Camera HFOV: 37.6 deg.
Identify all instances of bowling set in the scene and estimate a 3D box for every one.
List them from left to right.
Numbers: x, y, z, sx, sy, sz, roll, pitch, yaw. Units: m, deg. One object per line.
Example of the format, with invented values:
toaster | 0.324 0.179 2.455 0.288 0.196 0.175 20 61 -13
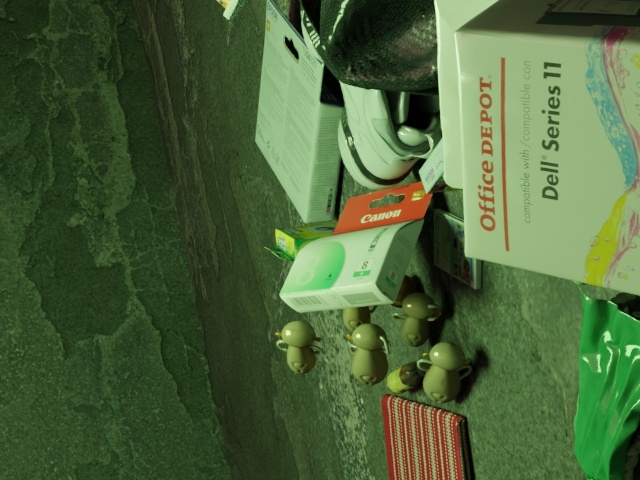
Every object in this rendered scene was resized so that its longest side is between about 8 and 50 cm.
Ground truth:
bowling set | 0.087 0.111 1.399 0.154 0.287 0.199 86 -166 -58

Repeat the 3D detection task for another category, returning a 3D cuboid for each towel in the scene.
towel | 0.171 0.358 1.510 0.275 0.031 0.198 175 88 -69

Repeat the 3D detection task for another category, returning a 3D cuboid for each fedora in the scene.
fedora | 0.103 -0.255 0.973 0.334 0.334 0.152 101 -169 -45

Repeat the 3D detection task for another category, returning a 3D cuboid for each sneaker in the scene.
sneaker | 0.085 -0.264 1.334 0.210 0.137 0.365 161 95 -69

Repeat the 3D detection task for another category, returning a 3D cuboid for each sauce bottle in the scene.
sauce bottle | 0.143 0.218 1.508 0.128 0.042 0.042 130 129 -68

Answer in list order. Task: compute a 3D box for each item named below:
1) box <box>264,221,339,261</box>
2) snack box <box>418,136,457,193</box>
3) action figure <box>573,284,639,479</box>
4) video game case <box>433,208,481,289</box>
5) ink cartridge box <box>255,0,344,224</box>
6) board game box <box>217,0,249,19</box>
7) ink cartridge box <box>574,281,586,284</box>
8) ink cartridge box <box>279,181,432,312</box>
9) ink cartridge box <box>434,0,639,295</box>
box | 0.000 0.000 1.612 0.105 0.179 0.043 -152 55 -66
snack box | 0.190 -0.107 1.138 0.141 0.100 0.037 121 137 -61
action figure | 0.308 0.173 0.982 0.137 0.064 0.232 -137 46 -58
video game case | 0.192 0.010 1.323 0.122 0.011 0.087 -144 49 -64
ink cartridge box | -0.038 -0.254 1.786 0.324 0.071 0.330 -120 32 -48
board game box | 0.035 -0.470 1.073 0.050 0.390 0.390 40 160 -5
ink cartridge box | 0.268 -0.128 0.882 0.198 0.115 0.272 -120 28 -45
ink cartridge box | 0.057 -0.004 1.346 0.181 0.056 0.224 -10 47 42
ink cartridge box | 0.224 -0.075 0.721 0.354 0.119 0.207 13 126 32
